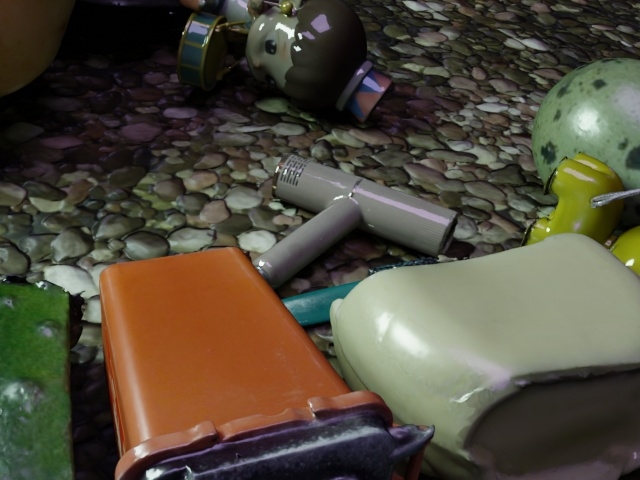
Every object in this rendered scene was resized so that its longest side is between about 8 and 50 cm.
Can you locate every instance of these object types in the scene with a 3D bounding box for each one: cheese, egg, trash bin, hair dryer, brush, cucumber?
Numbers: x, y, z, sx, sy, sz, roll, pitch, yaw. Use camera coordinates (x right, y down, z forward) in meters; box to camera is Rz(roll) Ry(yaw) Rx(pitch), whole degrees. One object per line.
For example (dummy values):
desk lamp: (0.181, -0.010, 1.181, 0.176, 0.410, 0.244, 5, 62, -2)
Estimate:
cheese: (0.147, 0.084, 0.655, 0.266, 0.127, 0.233, -5, 35, -22)
egg: (0.331, -0.092, 0.886, 0.177, 0.177, 0.228, -13, 56, -27)
trash bin: (-0.056, 0.114, 0.548, 0.184, 0.161, 0.238, -7, 36, -20)
hair dryer: (0.010, 0.006, 0.789, 0.195, 0.053, 0.220, 20, 38, 16)
brush: (0.036, 0.046, 0.759, 0.193, 0.032, 0.043, -9, 40, -25)
cucumber: (-0.211, 0.157, 0.507, 0.145, 0.105, 0.325, -4, 41, -17)

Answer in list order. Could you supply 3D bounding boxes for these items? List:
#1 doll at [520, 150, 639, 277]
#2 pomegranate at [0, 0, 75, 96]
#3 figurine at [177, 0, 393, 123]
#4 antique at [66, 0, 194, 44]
doll: (0.305, 0.016, 0.766, 0.221, 0.135, 0.143, 34, 29, 25)
pomegranate: (-0.451, -0.315, 0.874, 0.412, 0.411, 0.411, 6, 37, -4)
figurine: (-0.043, -0.237, 1.032, 0.276, 0.161, 0.158, 12, 60, 8)
antique: (-0.319, -0.384, 1.136, 0.322, 0.185, 0.255, 24, 37, 13)
